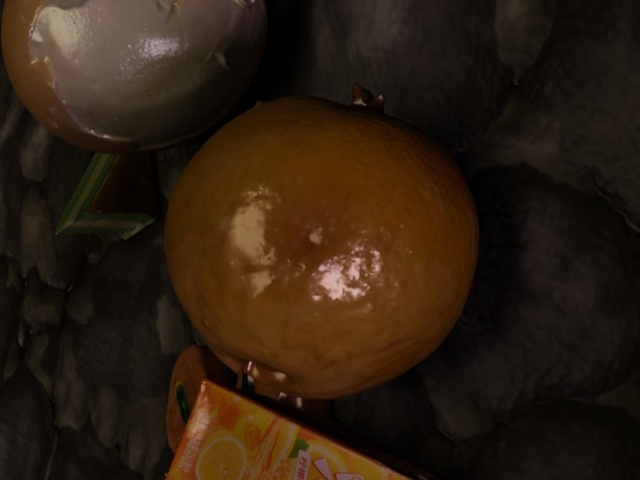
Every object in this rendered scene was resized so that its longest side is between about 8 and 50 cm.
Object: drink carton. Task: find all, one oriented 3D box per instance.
[{"bbox_3d":[-0.001,0.176,1.107,0.223,0.071,0.096,21,90,43],"label":"drink carton"}]

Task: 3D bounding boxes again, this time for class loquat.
[{"bbox_3d":[0.000,0.000,1.083,0.208,0.208,0.208,-10,77,53],"label":"loquat"}]

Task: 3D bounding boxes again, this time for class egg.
[{"bbox_3d":[-0.157,-0.167,1.313,0.244,0.201,0.201,-7,80,61],"label":"egg"}]

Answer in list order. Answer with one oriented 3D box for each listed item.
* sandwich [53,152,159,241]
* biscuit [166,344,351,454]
[{"bbox_3d":[-0.196,-0.065,1.455,0.074,0.074,0.116,-28,63,48],"label":"sandwich"},{"bbox_3d":[-0.039,0.196,1.231,0.202,0.047,0.333,-46,51,40],"label":"biscuit"}]
